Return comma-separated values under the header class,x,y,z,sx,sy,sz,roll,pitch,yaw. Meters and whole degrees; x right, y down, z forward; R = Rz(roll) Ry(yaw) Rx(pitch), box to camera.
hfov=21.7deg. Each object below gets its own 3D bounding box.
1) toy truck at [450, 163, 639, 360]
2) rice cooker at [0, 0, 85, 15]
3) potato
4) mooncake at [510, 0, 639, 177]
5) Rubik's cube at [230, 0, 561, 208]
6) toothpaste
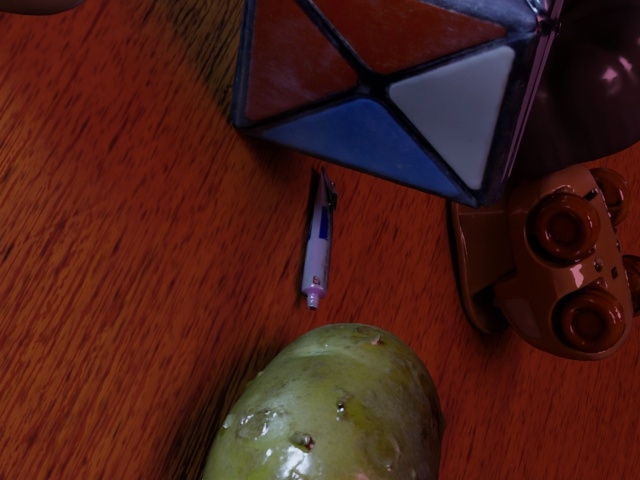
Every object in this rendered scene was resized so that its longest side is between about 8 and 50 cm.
class,x,y,z,sx,sy,sz,roll,pitch,yaw
toy truck,0.307,0.020,2.204,0.204,0.211,0.288,-32,109,-58
rice cooker,-0.245,-0.283,1.347,0.127,0.145,0.206,-20,99,-50
potato,0.009,0.222,1.632,0.270,0.219,0.359,68,24,-43
mooncake,0.314,-0.223,2.166,0.154,0.306,0.306,61,36,-38
Rubik's cube,0.094,-0.265,1.693,0.307,0.305,0.310,98,12,-52
toothpaste,0.000,0.000,1.844,0.045,0.028,0.170,53,37,-52
